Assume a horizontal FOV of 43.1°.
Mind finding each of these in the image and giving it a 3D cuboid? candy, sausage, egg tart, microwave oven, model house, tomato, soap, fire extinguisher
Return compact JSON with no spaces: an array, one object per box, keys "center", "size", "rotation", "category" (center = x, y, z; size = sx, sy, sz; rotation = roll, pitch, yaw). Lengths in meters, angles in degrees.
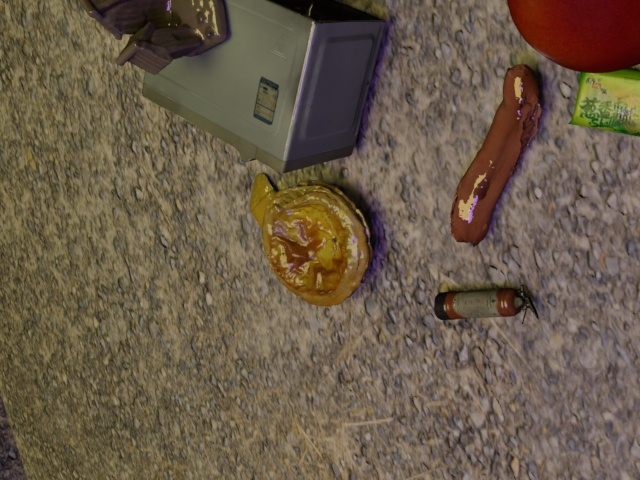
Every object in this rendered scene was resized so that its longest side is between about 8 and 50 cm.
[{"center":[0.429,-0.189,1.106],"size":[0.178,0.032,0.102],"rotation":[19,115,34],"category":"candy"},{"center":[0.267,-0.124,1.237],"size":[0.078,0.078,0.304],"rotation":[36,125,26],"category":"sausage"},{"center":[0.000,0.000,1.475],"size":[0.241,0.106,0.241],"rotation":[13,114,33],"category":"egg tart"},{"center":[-0.097,-0.312,1.382],"size":[0.355,0.218,0.286],"rotation":[30,120,30],"category":"microwave oven"},{"center":[-0.277,-0.368,1.264],"size":[0.229,0.188,0.122],"rotation":[56,146,12],"category":"model house"},{"center":[0.360,-0.342,0.959],"size":[0.226,0.298,0.298],"rotation":[13,112,35],"category":"tomato"},{"center":[-0.095,-0.051,1.585],"size":[0.168,0.033,0.089],"rotation":[51,123,16],"category":"soap"},{"center":[0.271,0.106,1.320],"size":[0.177,0.050,0.062],"rotation":[-7,81,41],"category":"fire extinguisher"}]
